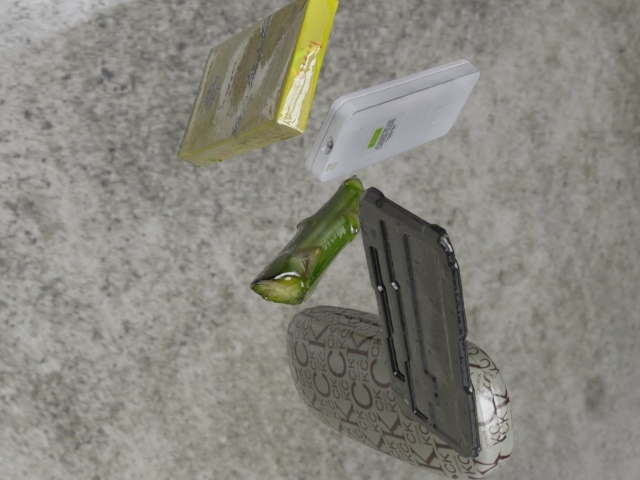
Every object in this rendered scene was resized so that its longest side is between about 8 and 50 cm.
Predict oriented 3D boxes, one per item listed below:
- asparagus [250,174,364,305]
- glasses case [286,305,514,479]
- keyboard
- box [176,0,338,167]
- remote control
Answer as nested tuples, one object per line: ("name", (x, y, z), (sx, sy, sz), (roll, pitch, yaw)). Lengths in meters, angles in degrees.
("asparagus", (0.001, -0.001, 1.624), (0.082, 0.085, 0.343), (-54, 176, 38))
("glasses case", (0.071, 0.152, 1.156), (0.085, 0.354, 0.137), (-15, 103, -31))
("keyboard", (0.081, 0.072, 0.870), (0.016, 0.106, 0.262), (-37, 137, -25))
("box", (-0.078, -0.175, 1.241), (0.041, 0.279, 0.153), (20, 77, -25))
("remote control", (0.085, -0.137, 1.224), (0.250, 0.034, 0.103), (-25, 150, -44))
